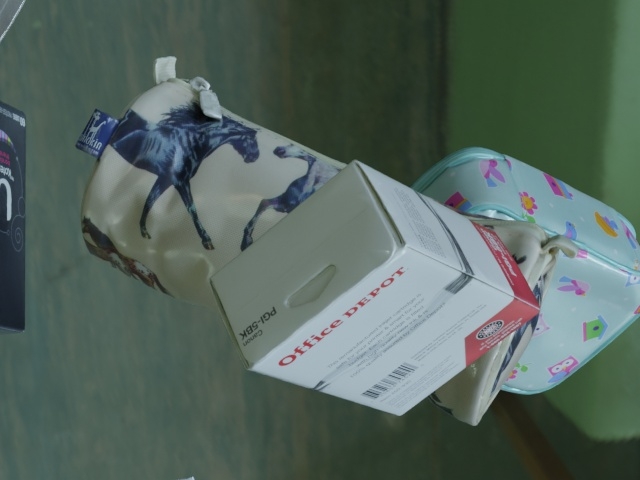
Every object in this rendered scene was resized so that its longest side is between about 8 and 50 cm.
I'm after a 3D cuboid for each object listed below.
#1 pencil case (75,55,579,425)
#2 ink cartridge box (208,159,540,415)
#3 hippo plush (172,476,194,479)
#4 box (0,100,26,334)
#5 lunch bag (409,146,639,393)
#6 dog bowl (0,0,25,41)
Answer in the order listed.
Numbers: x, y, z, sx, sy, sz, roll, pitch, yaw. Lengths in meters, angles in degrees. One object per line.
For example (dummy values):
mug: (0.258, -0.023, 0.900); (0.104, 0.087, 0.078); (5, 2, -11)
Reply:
pencil case: (0.000, 0.000, 1.330); (0.410, 0.160, 0.183); (23, 113, 18)
ink cartridge box: (0.028, 0.026, 0.784); (0.099, 0.056, 0.135); (-38, 147, 19)
hippo plush: (-0.064, 0.430, 1.903); (0.234, 0.236, 0.294); (-28, 113, -28)
box: (-0.435, -0.029, 1.871); (0.143, 0.165, 0.270); (-4, 82, 15)
lunch bag: (0.166, 0.038, 1.574); (0.279, 0.108, 0.224); (22, 127, -33)
dog bowl: (-0.335, -0.277, 1.325); (0.102, 0.349, 0.349); (23, 115, 13)
